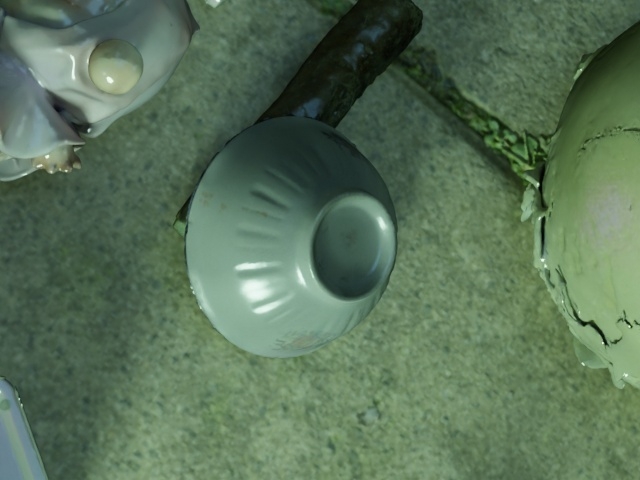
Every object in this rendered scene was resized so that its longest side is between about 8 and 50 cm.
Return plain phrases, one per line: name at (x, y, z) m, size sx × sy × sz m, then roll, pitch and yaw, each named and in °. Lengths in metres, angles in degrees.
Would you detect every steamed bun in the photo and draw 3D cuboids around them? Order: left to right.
steamed bun at (0.307, -0.028, 1.123) m, size 0.233 × 0.312 × 0.333 m, roll -17°, pitch 82°, yaw -23°

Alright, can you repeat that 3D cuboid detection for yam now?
yam at (-0.015, -0.097, 1.137) m, size 0.061 × 0.061 × 0.274 m, roll 42°, pitch 67°, yaw -9°

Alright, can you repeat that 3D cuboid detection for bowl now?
bowl at (0.000, 0.000, 1.072) m, size 0.189 × 0.086 × 0.189 m, roll -4°, pitch 97°, yaw -37°

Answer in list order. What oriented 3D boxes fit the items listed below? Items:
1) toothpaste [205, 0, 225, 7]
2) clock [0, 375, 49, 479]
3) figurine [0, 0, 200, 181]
toothpaste at (-0.137, -0.265, 1.144) m, size 0.048 × 0.031 × 0.190 m, roll -40°, pitch 92°, yaw -22°
clock at (-0.278, 0.187, 0.953) m, size 0.192 × 0.071 × 0.146 m, roll -19°, pitch 86°, yaw -25°
figurine at (-0.202, -0.119, 1.025) m, size 0.276 × 0.200 × 0.133 m, roll -43°, pitch 137°, yaw -24°
